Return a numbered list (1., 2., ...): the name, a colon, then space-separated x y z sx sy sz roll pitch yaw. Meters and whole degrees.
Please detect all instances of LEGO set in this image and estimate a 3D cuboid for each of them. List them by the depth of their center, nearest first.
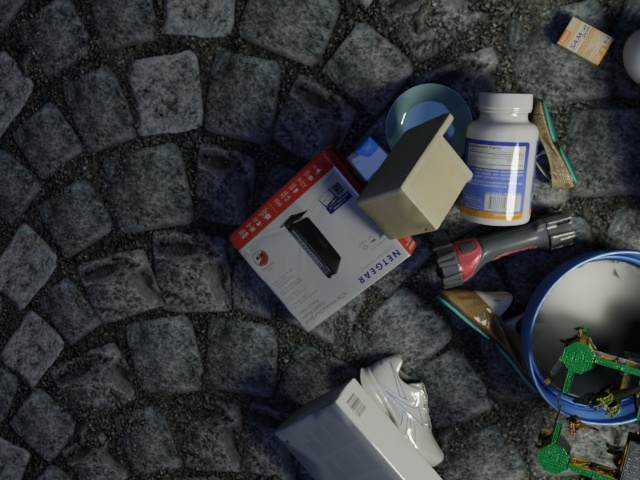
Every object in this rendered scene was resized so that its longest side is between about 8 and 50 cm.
1. LEGO set: 0.582 0.337 1.359 0.254 0.192 0.332 6 99 23

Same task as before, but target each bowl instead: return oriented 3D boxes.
1. bowl: 0.621 0.205 1.436 0.390 0.077 0.392 -1 101 -6

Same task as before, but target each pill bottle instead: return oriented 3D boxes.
1. pill bottle: 0.383 -0.177 1.419 0.152 0.152 0.272 4 104 11

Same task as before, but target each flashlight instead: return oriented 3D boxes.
1. flashlight: 0.404 0.021 1.475 0.303 0.103 0.103 -16 97 3

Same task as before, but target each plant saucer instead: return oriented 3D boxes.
1. plant saucer: 0.244 -0.254 1.498 0.194 0.037 0.195 2 101 10

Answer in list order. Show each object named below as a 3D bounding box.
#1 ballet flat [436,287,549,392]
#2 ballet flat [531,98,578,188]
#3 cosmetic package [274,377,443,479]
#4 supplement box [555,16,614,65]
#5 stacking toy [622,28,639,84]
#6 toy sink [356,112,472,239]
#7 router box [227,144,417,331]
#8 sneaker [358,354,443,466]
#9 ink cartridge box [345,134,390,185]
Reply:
1. ballet flat: 0.421 0.196 1.512 0.342 0.116 0.124 43 96 -2
2. ballet flat: 0.490 -0.203 1.444 0.067 0.073 0.206 -21 92 29
3. cosmetic package: 0.102 0.536 1.583 0.377 0.097 0.284 49 133 -1
4. supplement box: 0.557 -0.420 1.403 0.098 0.036 0.062 30 104 5
5. stacking toy: 0.767 -0.228 1.302 0.350 0.350 0.480 -42 72 15
6. toy sink: 0.213 -0.130 1.398 0.131 0.234 0.152 46 150 -19
7. router box: 0.000 0.000 1.540 0.335 0.082 0.301 -40 91 27
8. sneaker: 0.214 0.410 1.596 0.129 0.111 0.297 -34 93 9
9. ink cartridge box: 0.143 -0.143 1.527 0.180 0.060 0.104 46 106 1
